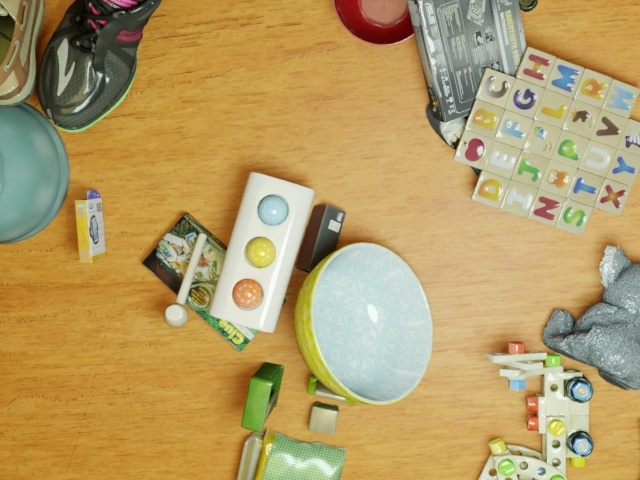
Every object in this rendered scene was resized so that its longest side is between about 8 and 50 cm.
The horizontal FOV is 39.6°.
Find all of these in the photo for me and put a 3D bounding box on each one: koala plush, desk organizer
[{"bbox_3d":[0.543,0.135,1.588,0.196,0.203,0.221,30,86,1],"label":"koala plush"},{"bbox_3d":[0.000,0.000,1.682,0.047,0.050,0.130,21,81,-30],"label":"desk organizer"}]

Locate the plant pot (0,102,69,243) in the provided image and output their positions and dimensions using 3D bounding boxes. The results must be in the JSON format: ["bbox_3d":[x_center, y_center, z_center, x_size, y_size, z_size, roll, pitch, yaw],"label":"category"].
[{"bbox_3d":[-0.645,-0.129,1.659,0.293,0.196,0.293,0,95,5],"label":"plant pot"}]

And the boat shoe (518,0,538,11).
[{"bbox_3d":[0.340,-0.467,1.607,0.133,0.042,0.049,44,100,1],"label":"boat shoe"}]

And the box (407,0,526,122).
[{"bbox_3d":[0.265,-0.345,1.560,0.183,0.056,0.231,-22,114,-10],"label":"box"}]

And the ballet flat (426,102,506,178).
[{"bbox_3d":[0.273,-0.182,1.628,0.074,0.074,0.203,-42,91,8],"label":"ballet flat"}]

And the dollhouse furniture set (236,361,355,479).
[{"bbox_3d":[-0.053,0.404,1.679,0.198,0.151,0.301,12,97,4],"label":"dollhouse furniture set"}]

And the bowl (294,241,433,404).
[{"bbox_3d":[0.051,0.160,1.626,0.156,0.289,0.289,-19,95,49],"label":"bowl"}]

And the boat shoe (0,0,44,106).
[{"bbox_3d":[-0.582,-0.412,1.631,0.123,0.120,0.324,-8,77,3],"label":"boat shoe"}]

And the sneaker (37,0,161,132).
[{"bbox_3d":[-0.381,-0.421,1.599,0.185,0.202,0.482,31,98,2],"label":"sneaker"}]

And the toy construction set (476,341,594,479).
[{"bbox_3d":[0.391,0.331,1.641,0.215,0.151,0.327,-1,107,6],"label":"toy construction set"}]

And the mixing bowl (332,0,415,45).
[{"bbox_3d":[0.115,-0.438,1.602,0.182,0.098,0.181,1,96,6],"label":"mixing bowl"}]

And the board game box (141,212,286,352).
[{"bbox_3d":[-0.206,0.081,1.723,0.260,0.030,0.136,43,96,0],"label":"board game box"}]

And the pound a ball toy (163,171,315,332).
[{"bbox_3d":[-0.152,0.033,1.634,0.208,0.136,0.319,17,89,0],"label":"pound a ball toy"}]

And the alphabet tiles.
[{"bbox_3d":[0.421,-0.173,1.596,0.343,0.011,0.285,17,101,-11],"label":"alphabet tiles"}]

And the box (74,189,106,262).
[{"bbox_3d":[-0.442,-0.028,1.707,0.028,0.081,0.136,-4,95,7],"label":"box"}]
